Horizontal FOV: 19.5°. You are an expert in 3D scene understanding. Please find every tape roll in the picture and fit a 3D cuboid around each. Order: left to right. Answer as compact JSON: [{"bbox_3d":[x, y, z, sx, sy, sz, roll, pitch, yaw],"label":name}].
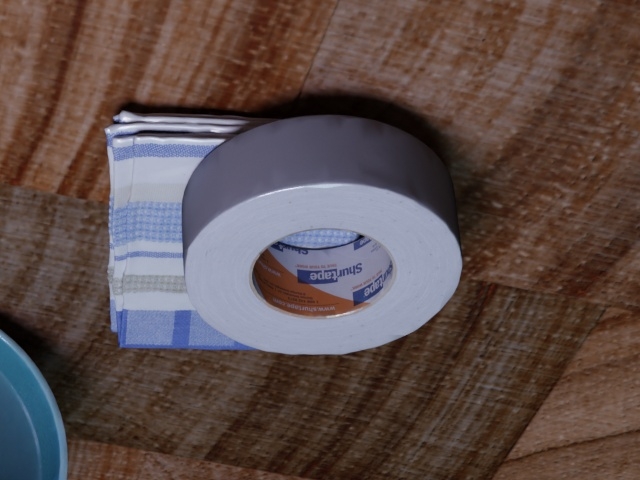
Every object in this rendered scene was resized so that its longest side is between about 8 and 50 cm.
[{"bbox_3d":[0.000,0.000,1.462,0.219,0.072,0.219,-2,140,-2],"label":"tape roll"}]

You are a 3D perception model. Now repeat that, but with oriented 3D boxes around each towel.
[{"bbox_3d":[-0.073,-0.002,1.537,0.209,0.034,0.285,2,141,-5],"label":"towel"}]

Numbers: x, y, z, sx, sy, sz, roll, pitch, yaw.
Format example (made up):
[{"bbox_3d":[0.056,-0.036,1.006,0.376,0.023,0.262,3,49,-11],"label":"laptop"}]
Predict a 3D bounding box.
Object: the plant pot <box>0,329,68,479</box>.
[{"bbox_3d":[-0.389,0.220,1.633,0.271,0.271,0.255,18,150,-19],"label":"plant pot"}]
